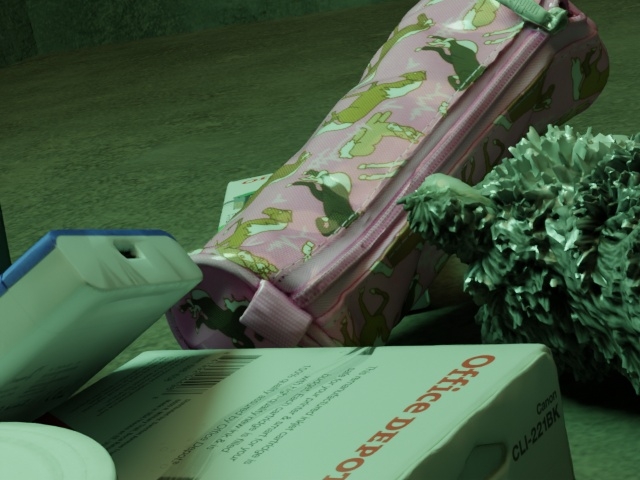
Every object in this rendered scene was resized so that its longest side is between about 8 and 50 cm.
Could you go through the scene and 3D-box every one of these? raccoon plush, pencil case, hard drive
[{"bbox_3d":[0.166,0.042,0.916,0.299,0.216,0.446,-15,12,25],"label":"raccoon plush"},{"bbox_3d":[0.052,-0.042,1.185,0.160,0.167,0.386,22,54,29],"label":"pencil case"},{"bbox_3d":[-0.213,0.111,0.872,0.318,0.040,0.210,-41,-6,8],"label":"hard drive"}]

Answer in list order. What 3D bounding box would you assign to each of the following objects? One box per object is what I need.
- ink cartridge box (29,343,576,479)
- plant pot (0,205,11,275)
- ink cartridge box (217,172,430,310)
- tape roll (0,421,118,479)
[{"bbox_3d":[-0.030,0.139,0.853,0.272,0.114,0.197,-4,16,35],"label":"ink cartridge box"},{"bbox_3d":[-0.303,0.046,1.248,0.165,0.166,0.234,-13,-20,-4],"label":"plant pot"},{"bbox_3d":[0.000,0.000,1.405,0.160,0.093,0.219,-11,15,2],"label":"ink cartridge box"},{"bbox_3d":[-0.179,0.195,0.660,0.246,0.169,0.246,-12,15,3],"label":"tape roll"}]
